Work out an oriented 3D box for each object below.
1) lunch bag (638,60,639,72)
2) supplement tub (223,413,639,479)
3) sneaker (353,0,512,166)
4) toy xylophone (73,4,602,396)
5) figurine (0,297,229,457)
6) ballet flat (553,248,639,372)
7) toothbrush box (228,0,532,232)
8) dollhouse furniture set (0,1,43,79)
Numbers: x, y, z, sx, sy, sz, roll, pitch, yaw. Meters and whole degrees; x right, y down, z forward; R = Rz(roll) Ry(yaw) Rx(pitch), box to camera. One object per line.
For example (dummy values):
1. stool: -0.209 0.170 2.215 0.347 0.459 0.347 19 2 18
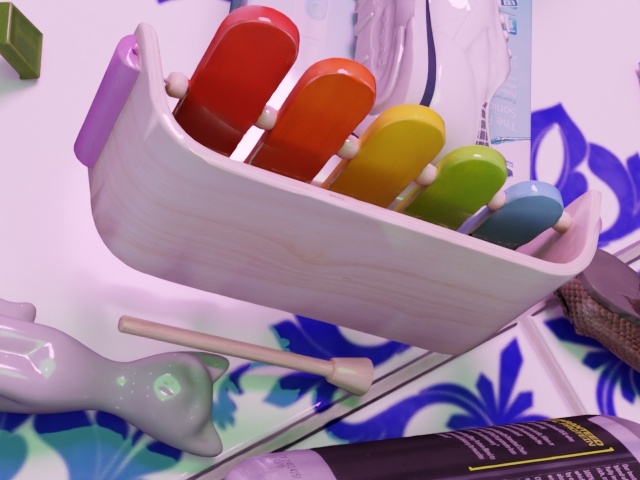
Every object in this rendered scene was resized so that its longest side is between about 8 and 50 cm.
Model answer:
1. lunch bag: 0.336 -0.133 0.810 0.071 0.053 0.083 -3 80 -16
2. supplement tub: 0.106 0.209 0.536 0.316 0.193 0.193 -3 71 -16
3. sneaker: 0.082 -0.154 0.599 0.095 0.090 0.235 21 68 -25
4. toy xylophone: 0.000 0.000 0.548 0.323 0.236 0.081 23 51 -27
5. figurine: -0.162 0.143 0.551 0.210 0.092 0.214 17 65 -18
6. ballet flat: 0.283 0.097 0.711 0.250 0.058 0.084 35 43 -7
7. toothbrush box: 0.038 -0.141 0.685 0.216 0.126 0.295 10 67 -14
8. dollhouse furniture set: -0.286 -0.147 0.652 0.152 0.058 0.076 -2 77 4
